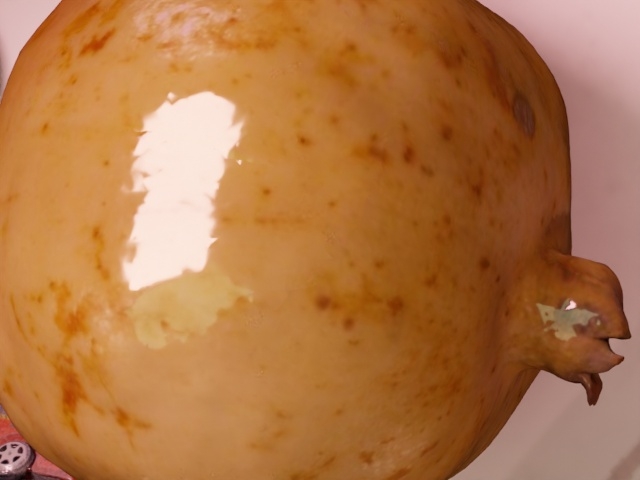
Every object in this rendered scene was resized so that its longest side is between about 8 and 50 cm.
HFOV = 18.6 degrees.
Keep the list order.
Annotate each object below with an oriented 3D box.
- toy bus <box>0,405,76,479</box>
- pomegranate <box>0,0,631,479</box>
[{"bbox_3d":[-0.213,0.132,1.250,0.192,0.077,0.065,8,137,27],"label":"toy bus"},{"bbox_3d":[0.000,0.000,0.994,0.342,0.342,0.342,4,99,28],"label":"pomegranate"}]
